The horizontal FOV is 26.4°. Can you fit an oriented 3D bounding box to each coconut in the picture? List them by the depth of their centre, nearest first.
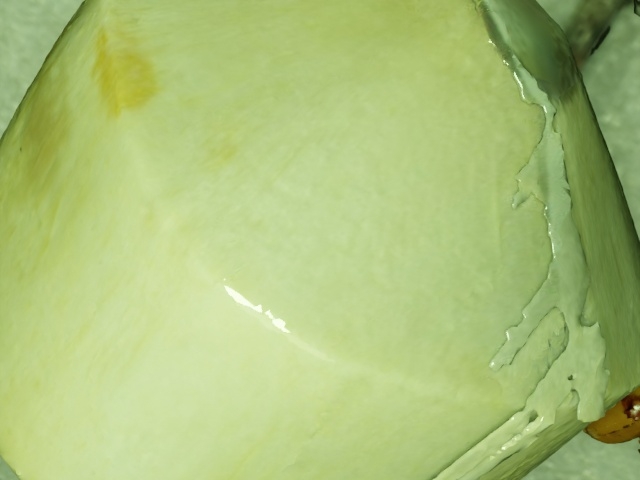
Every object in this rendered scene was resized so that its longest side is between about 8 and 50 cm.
[{"bbox_3d":[0.000,0.000,0.612,0.323,0.323,0.323,9,125,13],"label":"coconut"}]

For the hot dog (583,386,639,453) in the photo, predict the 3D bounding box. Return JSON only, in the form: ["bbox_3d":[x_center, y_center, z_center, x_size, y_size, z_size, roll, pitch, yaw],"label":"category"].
[{"bbox_3d":[0.229,0.046,0.690,0.102,0.076,0.249,40,124,-15],"label":"hot dog"}]

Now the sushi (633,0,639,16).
[{"bbox_3d":[0.178,-0.194,0.489,0.211,0.171,0.350,-24,113,28],"label":"sushi"}]
